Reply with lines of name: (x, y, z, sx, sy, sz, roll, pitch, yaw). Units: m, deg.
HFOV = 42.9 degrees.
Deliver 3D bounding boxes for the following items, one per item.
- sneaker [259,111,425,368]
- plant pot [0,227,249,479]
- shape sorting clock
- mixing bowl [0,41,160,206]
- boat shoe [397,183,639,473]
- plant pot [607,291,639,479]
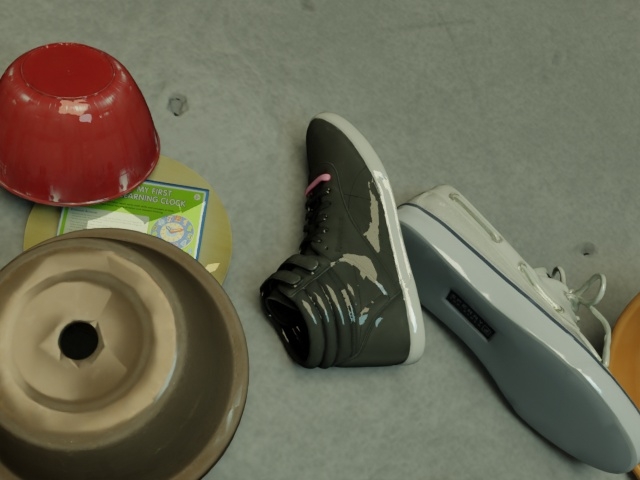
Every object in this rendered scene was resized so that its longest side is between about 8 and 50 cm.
sneaker: (0.000, 0.000, 0.858, 0.147, 0.104, 0.295, -9, 75, -27)
plant pot: (-0.183, 0.100, 0.664, 0.263, 0.229, 0.262, 2, 76, -8)
shape sorting clock: (-0.194, 0.002, 0.832, 0.206, 0.040, 0.206, 3, 72, -8)
mixing bowl: (-0.249, -0.132, 0.813, 0.182, 0.098, 0.181, 8, 47, -9)
boat shoe: (0.235, 0.075, 0.899, 0.156, 0.135, 0.367, -36, 72, -30)
plant pot: (0.485, 0.157, 0.865, 0.204, 0.291, 0.290, -6, 68, -37)
